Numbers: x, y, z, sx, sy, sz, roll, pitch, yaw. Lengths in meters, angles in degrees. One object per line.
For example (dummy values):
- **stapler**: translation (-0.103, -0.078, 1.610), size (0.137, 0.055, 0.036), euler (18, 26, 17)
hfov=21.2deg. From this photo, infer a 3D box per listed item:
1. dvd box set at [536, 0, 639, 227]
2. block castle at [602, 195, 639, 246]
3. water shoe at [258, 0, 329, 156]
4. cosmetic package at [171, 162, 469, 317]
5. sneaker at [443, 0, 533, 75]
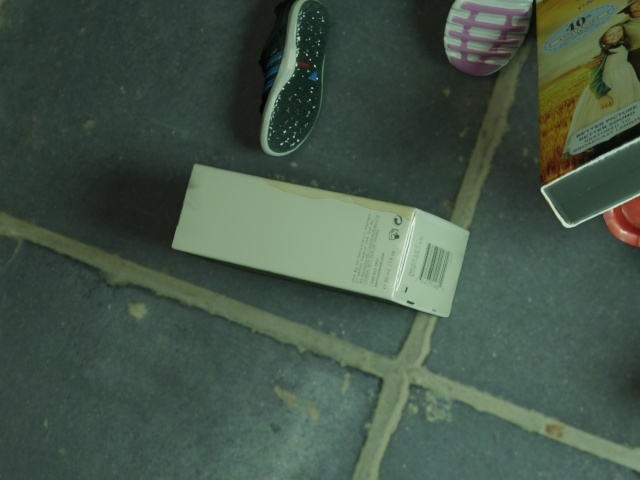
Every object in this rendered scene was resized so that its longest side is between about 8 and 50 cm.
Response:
- **dvd box set**: translation (0.367, -0.211, 1.761), size (0.307, 0.062, 0.420), euler (-27, 27, 23)
- **block castle**: translation (0.532, -0.014, 1.648), size (0.453, 0.213, 0.303), euler (-26, 87, 25)
- **water shoe**: translation (-0.040, -0.205, 2.146), size (0.080, 0.073, 0.203), euler (14, 88, 57)
- **cosmetic package**: translation (0.000, 0.000, 2.023), size (0.309, 0.160, 0.113), euler (13, 87, 29)
- **sneaker**: translation (0.210, -0.311, 2.007), size (0.095, 0.104, 0.236), euler (14, 111, 1)
